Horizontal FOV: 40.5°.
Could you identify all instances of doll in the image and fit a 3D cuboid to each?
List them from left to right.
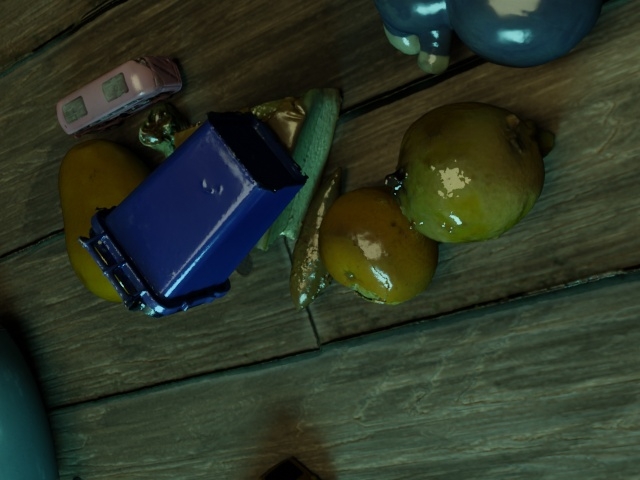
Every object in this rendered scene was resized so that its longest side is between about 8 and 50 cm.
[{"bbox_3d":[0.176,-0.287,0.928,0.258,0.154,0.228,14,104,22],"label":"doll"}]

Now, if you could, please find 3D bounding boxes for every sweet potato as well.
[{"bbox_3d":[0.000,0.000,1.147,0.068,0.060,0.206,9,107,-8],"label":"sweet potato"}]

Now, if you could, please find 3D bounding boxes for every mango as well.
[{"bbox_3d":[-0.302,-0.035,1.281,0.175,0.139,0.255,-19,84,27],"label":"mango"}]

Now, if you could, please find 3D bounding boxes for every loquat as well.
[{"bbox_3d":[0.169,-0.080,0.960,0.204,0.172,0.149,-23,111,-7],"label":"loquat"}]

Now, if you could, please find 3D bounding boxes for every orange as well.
[{"bbox_3d":[0.075,0.005,1.062,0.156,0.134,0.156,41,161,18],"label":"orange"}]

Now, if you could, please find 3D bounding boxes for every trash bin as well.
[{"bbox_3d":[-0.148,-0.032,1.034,0.234,0.184,0.162,-43,78,25],"label":"trash bin"}]

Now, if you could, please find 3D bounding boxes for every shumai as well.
[{"bbox_3d":[-0.235,-0.153,1.245,0.082,0.080,0.083,5,105,33],"label":"shumai"}]

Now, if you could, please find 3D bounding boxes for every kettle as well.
[{"bbox_3d":[-0.613,0.299,1.516,0.319,0.247,0.342,-14,85,59],"label":"kettle"}]

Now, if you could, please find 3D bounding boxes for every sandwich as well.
[{"bbox_3d":[-0.063,-0.085,1.136,0.220,0.108,0.186,-15,93,31],"label":"sandwich"}]

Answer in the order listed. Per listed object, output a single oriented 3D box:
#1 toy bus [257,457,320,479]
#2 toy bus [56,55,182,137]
[{"bbox_3d":[-0.069,0.427,1.257,0.114,0.098,0.201,35,117,22],"label":"toy bus"},{"bbox_3d":[-0.297,-0.211,1.267,0.203,0.090,0.063,-19,91,35],"label":"toy bus"}]
